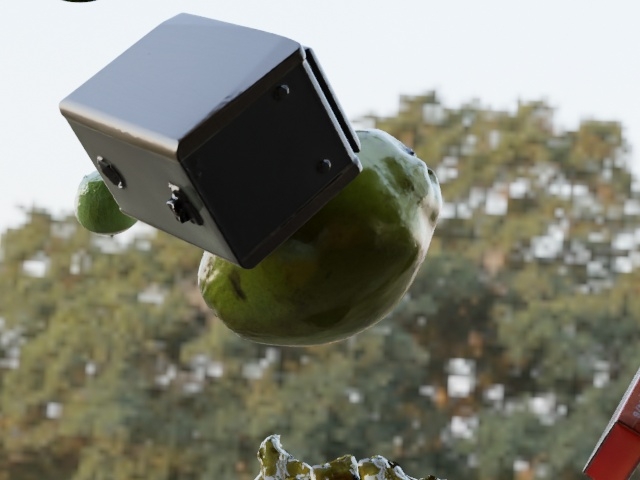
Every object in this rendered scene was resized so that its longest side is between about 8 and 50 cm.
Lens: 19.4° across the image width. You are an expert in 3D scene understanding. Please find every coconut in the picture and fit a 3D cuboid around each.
[{"bbox_3d":[-0.265,-0.046,2.328,0.088,0.096,0.088,2,31,-1],"label":"coconut"}]

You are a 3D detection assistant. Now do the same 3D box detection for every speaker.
[{"bbox_3d":[-0.106,-0.100,1.778,0.231,0.192,0.153,23,-31,52],"label":"speaker"}]

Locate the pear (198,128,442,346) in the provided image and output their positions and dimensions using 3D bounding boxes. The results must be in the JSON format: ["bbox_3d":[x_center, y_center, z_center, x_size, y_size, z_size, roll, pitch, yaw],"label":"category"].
[{"bbox_3d":[0.000,0.000,1.922,0.269,0.212,0.212,-40,-14,5],"label":"pear"}]

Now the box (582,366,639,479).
[{"bbox_3d":[0.372,0.163,2.074,0.050,0.229,0.123,31,-38,8],"label":"box"}]

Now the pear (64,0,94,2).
[{"bbox_3d":[-0.232,-0.326,1.672,0.187,0.219,0.187,-25,-16,-7],"label":"pear"}]

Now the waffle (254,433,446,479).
[{"bbox_3d":[0.003,0.257,1.208,0.245,0.254,0.052,25,-9,27],"label":"waffle"}]
